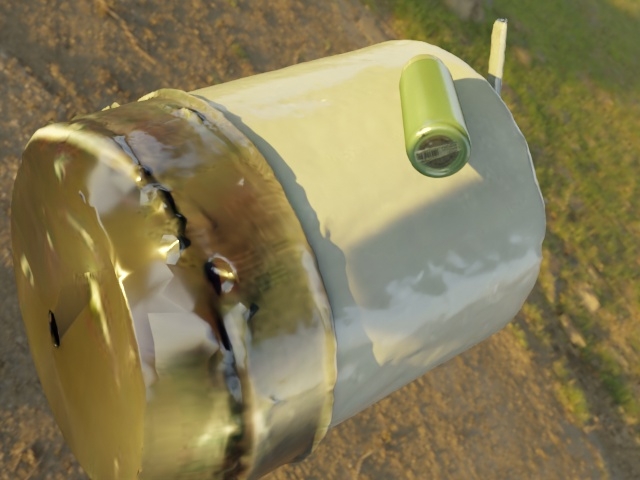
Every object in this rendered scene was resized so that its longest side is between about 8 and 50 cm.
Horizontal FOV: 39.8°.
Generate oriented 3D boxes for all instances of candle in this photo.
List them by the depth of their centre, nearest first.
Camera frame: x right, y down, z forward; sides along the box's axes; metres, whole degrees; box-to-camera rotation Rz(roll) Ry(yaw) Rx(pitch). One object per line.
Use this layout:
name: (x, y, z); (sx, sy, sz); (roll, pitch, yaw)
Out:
candle: (0.000, 0.000, 0.539); (0.342, 0.221, 0.221); (-20, 70, -35)

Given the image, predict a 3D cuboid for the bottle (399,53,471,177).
bottle: (0.054, -0.064, 0.435); (0.030, 0.030, 0.083); (35, 29, -22)
